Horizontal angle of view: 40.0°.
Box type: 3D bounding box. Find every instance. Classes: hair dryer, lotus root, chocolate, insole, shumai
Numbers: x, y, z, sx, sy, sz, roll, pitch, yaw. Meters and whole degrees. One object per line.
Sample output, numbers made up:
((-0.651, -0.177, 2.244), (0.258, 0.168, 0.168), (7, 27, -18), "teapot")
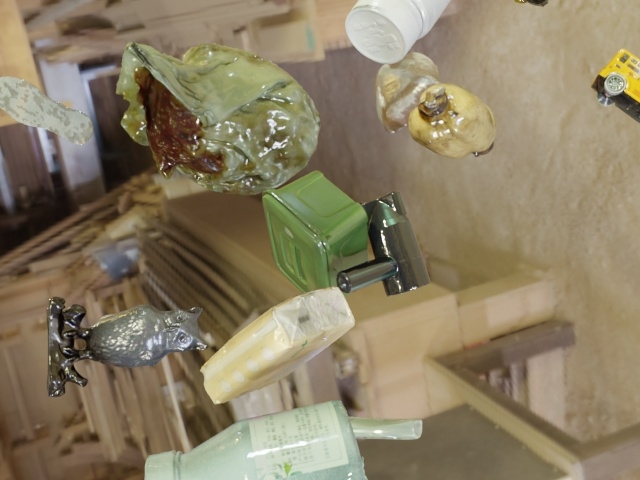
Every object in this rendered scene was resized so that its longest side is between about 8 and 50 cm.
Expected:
((0.123, 0.023, 2.079), (0.116, 0.302, 0.244), (-21, 88, 38), "hair dryer")
((0.123, -0.113, 0.824), (0.152, 0.072, 0.063), (22, -114, -62), "lotus root")
((0.174, -0.335, 1.886), (0.080, 0.157, 0.254), (46, -161, -22), "chocolate")
((-0.442, -0.206, 1.395), (0.065, 0.193, 0.006), (-67, -12, 12), "insole")
((-0.180, -0.236, 1.518), (0.291, 0.330, 0.288), (-67, -19, -12), "shumai")

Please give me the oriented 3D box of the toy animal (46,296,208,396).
((-0.253, 0.139, 1.154), (0.117, 0.210, 0.121), (112, 155, -72), "toy animal")

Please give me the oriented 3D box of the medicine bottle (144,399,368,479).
((-0.084, 0.372, 1.234), (0.245, 0.290, 0.244), (169, 90, -84), "medicine bottle")

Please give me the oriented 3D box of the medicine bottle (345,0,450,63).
((0.157, -0.440, 1.549), (0.143, 0.258, 0.143), (27, 154, 14), "medicine bottle")

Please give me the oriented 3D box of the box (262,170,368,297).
((0.000, 0.000, 2.182), (0.253, 0.178, 0.328), (43, 158, 30), "box")

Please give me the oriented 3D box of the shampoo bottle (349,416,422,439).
((0.120, 0.418, 1.963), (0.072, 0.213, 0.049), (10, -104, -64), "shampoo bottle")

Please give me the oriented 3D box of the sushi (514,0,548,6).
((0.382, -0.503, 1.570), (0.172, 0.153, 0.150), (-27, 42, 36), "sushi")

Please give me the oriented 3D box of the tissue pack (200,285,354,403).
((-0.072, 0.173, 1.442), (0.222, 0.186, 0.090), (-42, 73, 35), "tissue pack")

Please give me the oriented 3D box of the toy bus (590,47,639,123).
((0.470, -0.198, 1.253), (0.162, 0.074, 0.069), (39, 177, 10), "toy bus")
